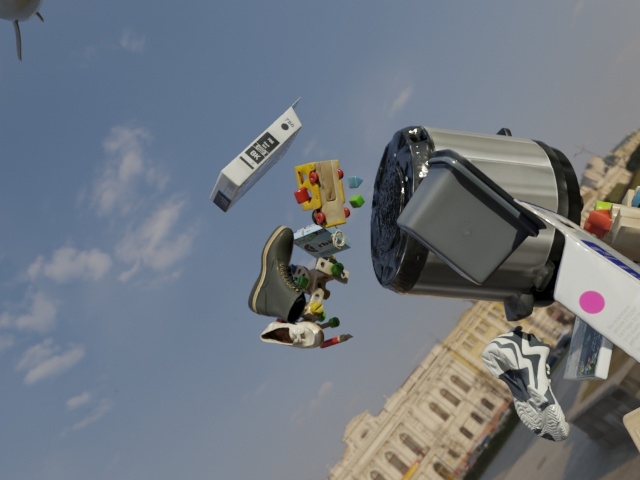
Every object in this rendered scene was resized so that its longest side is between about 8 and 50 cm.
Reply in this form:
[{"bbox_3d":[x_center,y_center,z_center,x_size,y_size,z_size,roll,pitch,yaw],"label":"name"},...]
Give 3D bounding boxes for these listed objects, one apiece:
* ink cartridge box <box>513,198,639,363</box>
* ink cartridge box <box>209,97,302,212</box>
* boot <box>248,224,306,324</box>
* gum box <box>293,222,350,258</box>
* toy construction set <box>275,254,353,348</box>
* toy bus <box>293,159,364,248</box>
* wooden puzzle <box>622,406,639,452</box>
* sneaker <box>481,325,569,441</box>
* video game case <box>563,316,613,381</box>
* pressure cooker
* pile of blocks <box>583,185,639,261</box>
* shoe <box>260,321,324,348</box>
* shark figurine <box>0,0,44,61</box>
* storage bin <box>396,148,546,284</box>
[{"bbox_3d":[0.339,0.093,0.449,0.175,0.371,0.069,5,-56,-50],"label":"ink cartridge box"},{"bbox_3d":[-0.150,-0.226,1.303,0.333,0.065,0.165,-52,4,-29],"label":"ink cartridge box"},{"bbox_3d":[-0.065,0.074,1.042,0.077,0.137,0.198,17,-93,-44],"label":"boot"},{"bbox_3d":[0.000,0.000,1.868,0.157,0.041,0.184,-20,-36,29],"label":"gum box"},{"bbox_3d":[0.003,0.191,1.556,0.237,0.309,0.257,-27,18,40],"label":"toy construction set"},{"bbox_3d":[0.000,-0.106,1.256,0.191,0.104,0.202,42,-118,-31],"label":"toy bus"},{"bbox_3d":[0.837,0.457,1.111,0.221,0.044,0.239,-44,24,26],"label":"wooden puzzle"},{"bbox_3d":[0.453,0.283,1.036,0.153,0.235,0.094,-32,-13,-37],"label":"sneaker"},{"bbox_3d":[0.535,0.181,0.973,0.173,0.022,0.190,66,-138,-71],"label":"video game case"},{"bbox_3d":[0.343,-0.044,1.071,0.375,0.420,0.370,-104,19,-67],"label":"pressure cooker"},{"bbox_3d":[0.517,-0.040,0.856,0.362,0.112,0.149,30,-106,-71],"label":"pile of blocks"},{"bbox_3d":[-0.080,0.264,1.363,0.058,0.219,0.077,-16,-82,-46],"label":"shoe"},{"bbox_3d":[-0.363,-0.286,0.539,0.116,0.278,0.166,-5,-69,-42],"label":"shark figurine"},{"bbox_3d":[0.152,-0.022,0.541,0.091,0.135,0.098,-52,10,3],"label":"storage bin"}]
